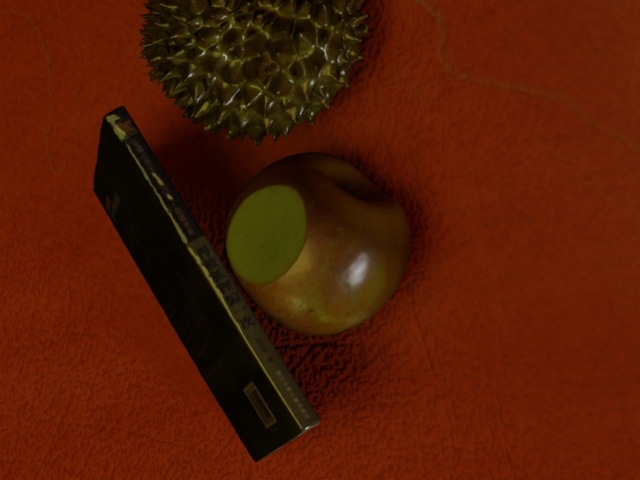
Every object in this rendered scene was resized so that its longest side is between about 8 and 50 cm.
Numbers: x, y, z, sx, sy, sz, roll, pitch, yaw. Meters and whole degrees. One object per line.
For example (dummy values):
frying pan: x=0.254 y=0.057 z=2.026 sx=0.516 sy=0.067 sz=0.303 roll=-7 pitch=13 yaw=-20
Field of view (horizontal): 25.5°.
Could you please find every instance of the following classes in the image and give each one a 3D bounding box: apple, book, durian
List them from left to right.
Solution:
book: x=-0.081 y=0.034 z=0.918 sx=0.228 sy=0.024 sz=0.160 roll=59 pitch=163 yaw=6
durian: x=-0.035 y=-0.145 z=0.852 sx=0.146 sy=0.102 sz=0.208 roll=51 pitch=120 yaw=16
apple: x=0.000 y=0.000 z=0.871 sx=0.102 sy=0.099 sz=0.114 roll=-47 pitch=53 yaw=22
